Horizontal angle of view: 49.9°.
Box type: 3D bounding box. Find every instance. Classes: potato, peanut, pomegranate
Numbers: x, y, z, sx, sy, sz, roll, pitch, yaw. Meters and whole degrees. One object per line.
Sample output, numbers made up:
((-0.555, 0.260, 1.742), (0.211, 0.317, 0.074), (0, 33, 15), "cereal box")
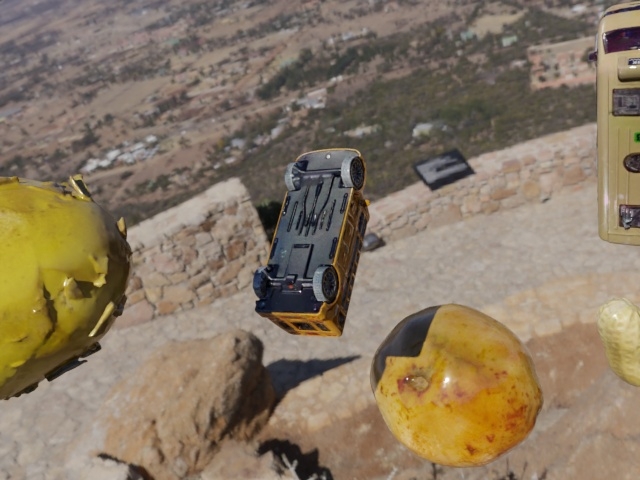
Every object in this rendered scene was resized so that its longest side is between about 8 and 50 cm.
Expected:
((-0.279, 0.039, 0.461), (0.300, 0.140, 0.173), (-16, 55, -24), "potato")
((0.474, 0.159, 1.048), (0.080, 0.174, 0.080), (-22, 28, 13), "peanut")
((0.194, 0.204, 0.992), (0.248, 0.248, 0.248), (-15, 30, 9), "pomegranate")

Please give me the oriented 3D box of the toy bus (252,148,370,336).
((0.000, 0.000, 0.722), (0.083, 0.088, 0.194), (-1, 60, 29), "toy bus")

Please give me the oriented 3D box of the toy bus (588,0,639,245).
((0.407, -0.138, 0.851), (0.139, 0.289, 0.157), (4, 41, 24), "toy bus")
